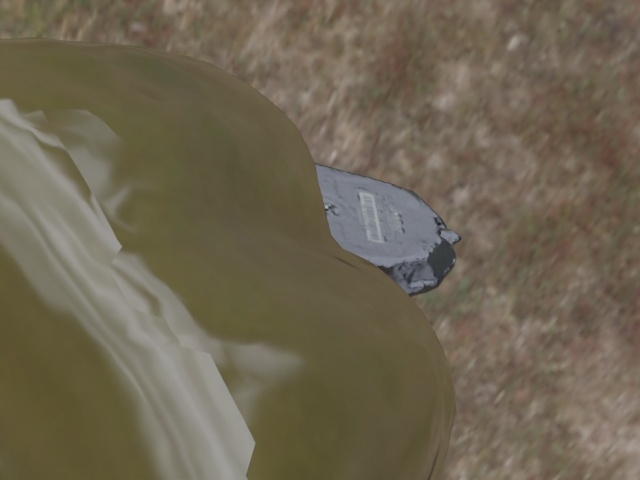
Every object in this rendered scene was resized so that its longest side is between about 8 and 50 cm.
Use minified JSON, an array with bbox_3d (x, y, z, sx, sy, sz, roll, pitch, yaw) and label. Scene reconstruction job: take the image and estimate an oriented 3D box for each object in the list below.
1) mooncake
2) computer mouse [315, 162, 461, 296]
[{"bbox_3d":[-0.132,0.099,0.752,0.378,0.378,0.200,53,29,15],"label":"mooncake"},{"bbox_3d":[0.000,0.000,1.196,0.172,0.057,0.099,10,40,-16],"label":"computer mouse"}]
